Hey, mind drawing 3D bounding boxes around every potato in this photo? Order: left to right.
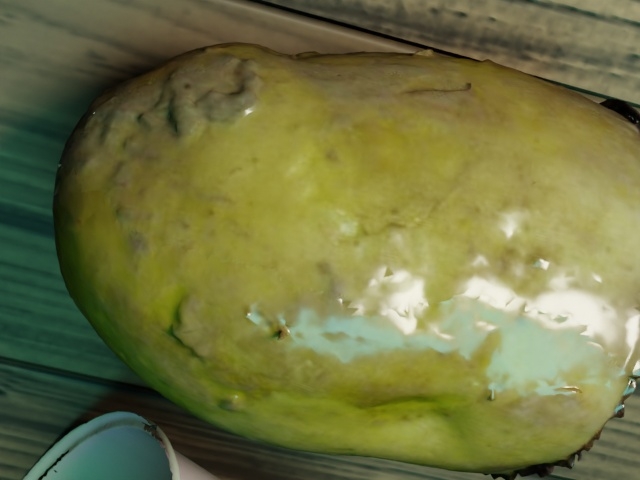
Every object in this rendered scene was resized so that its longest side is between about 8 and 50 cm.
[{"bbox_3d":[0.000,0.000,0.804,0.266,0.229,0.229,13,116,-17],"label":"potato"}]

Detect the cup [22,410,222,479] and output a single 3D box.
[{"bbox_3d":[-0.060,0.266,0.932,0.274,0.253,0.253,32,111,-28],"label":"cup"}]
